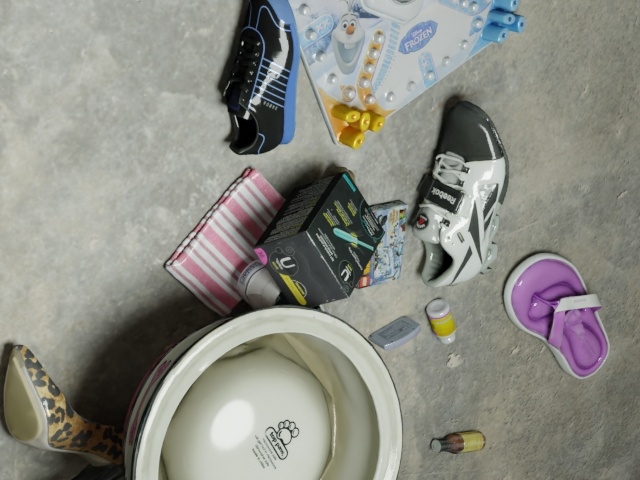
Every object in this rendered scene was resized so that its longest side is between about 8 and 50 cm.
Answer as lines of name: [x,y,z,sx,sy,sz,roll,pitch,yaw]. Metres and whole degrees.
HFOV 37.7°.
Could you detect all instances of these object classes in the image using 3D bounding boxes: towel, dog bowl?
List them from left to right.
towel: [-0.121,0.006,1.382,0.197,0.029,0.144,-50,131,-7]
dog bowl: [-0.092,0.284,1.305,0.408,0.150,0.408,-2,95,-30]

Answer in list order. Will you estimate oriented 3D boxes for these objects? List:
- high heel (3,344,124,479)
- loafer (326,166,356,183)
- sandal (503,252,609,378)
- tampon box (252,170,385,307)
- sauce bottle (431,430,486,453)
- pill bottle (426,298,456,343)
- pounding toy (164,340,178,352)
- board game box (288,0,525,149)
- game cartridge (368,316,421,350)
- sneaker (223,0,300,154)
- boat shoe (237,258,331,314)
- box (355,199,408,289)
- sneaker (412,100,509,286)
high heel: [-0.337,0.233,1.313,0.186,0.093,0.261,-34,118,-49]
loafer: [0.032,-0.049,1.460,0.050,0.056,0.148,-12,128,-34]
sandal: [0.510,0.159,1.894,0.169,0.102,0.416,-53,132,-5]
tampon box: [0.000,0.000,1.348,0.120,0.101,0.161,57,38,-21]
sauce bottle: [0.275,0.405,1.874,0.128,0.042,0.042,4,109,-36]
pill bottle: [0.222,0.149,1.706,0.043,0.043,0.083,-36,128,-19]
pounding toy: [-0.173,0.253,1.417,0.181,0.094,0.206,-20,121,-30]
board game box: [0.125,-0.384,1.369,0.390,0.050,0.390,-37,129,-18]
game cartridge: [0.132,0.163,1.635,0.083,0.056,0.017,-27,118,-25]
sneaker: [-0.085,-0.223,1.264,0.090,0.081,0.232,-24,126,-35]
boat shoe: [-0.029,0.120,1.452,0.096,0.088,0.267,-47,141,-11]
box: [0.096,0.007,1.550,0.094,0.027,0.137,-12,118,-35]
sneaker: [0.221,-0.062,1.550,0.146,0.122,0.331,-23,123,-30]
